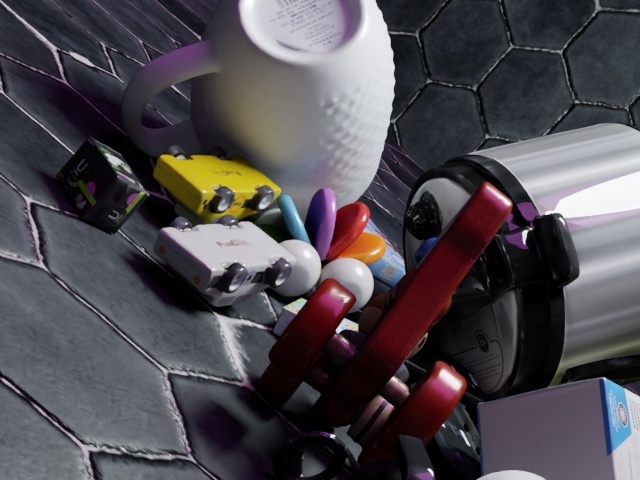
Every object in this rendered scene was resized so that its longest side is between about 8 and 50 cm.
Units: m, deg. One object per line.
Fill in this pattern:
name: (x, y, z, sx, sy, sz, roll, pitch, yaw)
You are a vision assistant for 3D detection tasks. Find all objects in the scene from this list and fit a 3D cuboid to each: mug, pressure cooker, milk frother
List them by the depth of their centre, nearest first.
milk frother: (0.032, 0.240, 1.268, 0.143, 0.129, 0.135, -4, 17, -3)
mug: (-0.081, -0.202, 1.927, 0.328, 0.374, 0.276, 101, -28, -63)
pressure cooker: (0.303, 0.038, 2.077, 0.420, 0.370, 0.375, -13, 39, -23)

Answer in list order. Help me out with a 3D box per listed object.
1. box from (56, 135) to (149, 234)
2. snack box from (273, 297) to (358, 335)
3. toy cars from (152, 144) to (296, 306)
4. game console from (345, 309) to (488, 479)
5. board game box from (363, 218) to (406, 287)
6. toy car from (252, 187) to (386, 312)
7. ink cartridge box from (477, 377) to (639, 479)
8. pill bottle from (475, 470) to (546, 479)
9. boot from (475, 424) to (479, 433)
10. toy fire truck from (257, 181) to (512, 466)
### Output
box: (-0.235, -0.059, 1.562, 0.052, 0.062, 0.083, 32, 14, -46)
snack box: (0.023, 0.117, 1.716, 0.141, 0.037, 0.100, 24, 7, 9)
toy cars: (-0.126, -0.010, 1.697, 0.176, 0.087, 0.394, 25, 19, -17)
game console: (0.135, 0.202, 1.807, 0.213, 0.044, 0.361, 29, 14, -21)
board game box: (0.063, -0.007, 2.418, 0.160, 0.039, 0.211, 30, 15, -43)
toy car: (0.000, 0.000, 1.876, 0.182, 0.136, 0.159, 19, 19, -19)
ink cartridge box: (0.313, 0.278, 1.661, 0.232, 0.168, 0.171, 28, 52, -48)
pill bottle: (0.201, 0.327, 1.354, 0.131, 0.131, 0.229, 36, 12, -21)
boot: (0.257, 0.275, 1.909, 0.106, 0.037, 0.114, 42, -15, -17)
toy fire truck: (0.081, 0.085, 1.446, 0.169, 0.254, 0.302, 37, -19, 4)
